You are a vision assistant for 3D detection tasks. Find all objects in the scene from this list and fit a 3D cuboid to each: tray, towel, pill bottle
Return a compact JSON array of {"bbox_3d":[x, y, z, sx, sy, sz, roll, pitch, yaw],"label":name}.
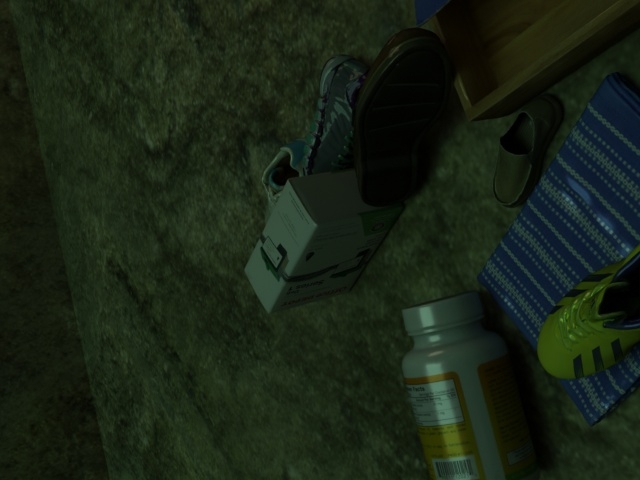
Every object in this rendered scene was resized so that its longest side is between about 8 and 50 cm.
[{"bbox_3d":[0.266,-0.303,0.867,0.411,0.076,0.203,-33,72,54],"label":"tray"},{"bbox_3d":[0.308,0.018,0.937,0.243,0.040,0.336,56,141,31],"label":"towel"},{"bbox_3d":[0.181,0.194,1.089,0.136,0.136,0.246,-19,84,56],"label":"pill bottle"}]

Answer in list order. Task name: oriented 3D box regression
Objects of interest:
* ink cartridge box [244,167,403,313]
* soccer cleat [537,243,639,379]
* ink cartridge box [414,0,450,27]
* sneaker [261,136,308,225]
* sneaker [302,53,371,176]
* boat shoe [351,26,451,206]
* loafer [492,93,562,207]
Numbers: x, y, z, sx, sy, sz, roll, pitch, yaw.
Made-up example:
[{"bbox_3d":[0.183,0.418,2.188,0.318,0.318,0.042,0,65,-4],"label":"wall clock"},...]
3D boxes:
[{"bbox_3d":[0.000,0.000,1.275,0.093,0.160,0.219,59,143,26],"label":"ink cartridge box"},{"bbox_3d":[0.287,0.064,0.842,0.289,0.121,0.093,-50,58,53],"label":"soccer cleat"},{"bbox_3d":[0.157,-0.451,0.901,0.324,0.071,0.330,-34,52,54],"label":"ink cartridge box"},{"bbox_3d":[-0.054,-0.085,1.388,0.087,0.092,0.229,58,143,25],"label":"sneaker"},{"bbox_3d":[0.037,-0.150,1.245,0.098,0.083,0.224,29,122,42],"label":"sneaker"},{"bbox_3d":[0.085,-0.168,1.094,0.307,0.110,0.105,105,159,-57],"label":"boat shoe"},{"bbox_3d":[0.229,-0.102,1.002,0.056,0.050,0.148,45,134,39],"label":"loafer"}]
